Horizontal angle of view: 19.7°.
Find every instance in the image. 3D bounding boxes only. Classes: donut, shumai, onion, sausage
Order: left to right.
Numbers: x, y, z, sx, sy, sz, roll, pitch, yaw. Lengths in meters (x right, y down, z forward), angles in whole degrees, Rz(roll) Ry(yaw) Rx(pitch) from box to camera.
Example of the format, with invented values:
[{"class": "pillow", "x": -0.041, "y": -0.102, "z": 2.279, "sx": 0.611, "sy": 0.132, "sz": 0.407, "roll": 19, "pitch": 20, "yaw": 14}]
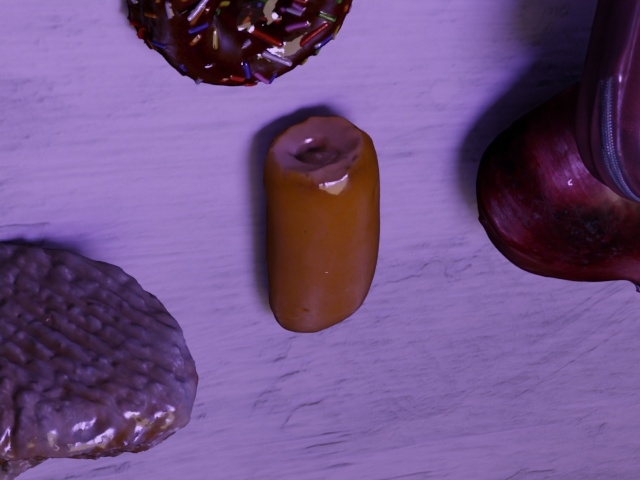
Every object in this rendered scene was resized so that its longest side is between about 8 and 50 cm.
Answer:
[{"class": "shumai", "x": -0.285, "y": 0.176, "z": 1.915, "sx": 0.314, "sy": 0.267, "sz": 0.262, "roll": 17, "pitch": 138, "yaw": 5}, {"class": "donut", "x": -0.068, "y": -0.232, "z": 1.751, "sx": 0.230, "sy": 0.096, "sz": 0.216, "roll": -18, "pitch": 142, "yaw": -19}, {"class": "sausage", "x": 0.003, "y": 0.003, "z": 2.071, "sx": 0.134, "sy": 0.116, "sz": 0.354, "roll": -31, "pitch": 149, "yaw": -19}, {"class": "onion", "x": 0.356, "y": -0.052, "z": 2.110, "sx": 0.348, "sy": 0.285, "sz": 0.347, "roll": -23, "pitch": 163, "yaw": -7}]

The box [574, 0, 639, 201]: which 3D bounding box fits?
[{"class": "box", "x": 0.381, "y": -0.231, "z": 1.855, "sx": 0.263, "sy": 0.108, "sz": 0.403, "roll": 6, "pitch": 96, "yaw": -45}]
